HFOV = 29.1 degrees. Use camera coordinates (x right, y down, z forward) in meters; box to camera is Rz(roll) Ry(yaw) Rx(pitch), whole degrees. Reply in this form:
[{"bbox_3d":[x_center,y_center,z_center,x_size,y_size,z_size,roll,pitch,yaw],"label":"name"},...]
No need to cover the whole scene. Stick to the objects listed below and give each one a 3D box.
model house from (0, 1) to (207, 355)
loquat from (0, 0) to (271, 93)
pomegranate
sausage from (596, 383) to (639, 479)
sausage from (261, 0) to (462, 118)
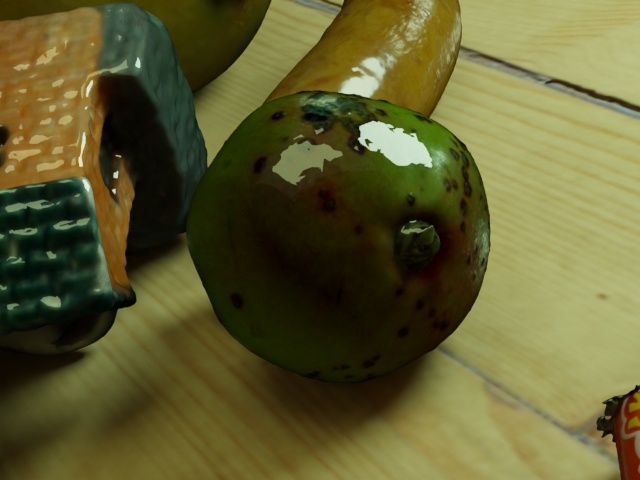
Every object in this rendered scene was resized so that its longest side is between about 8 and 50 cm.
[{"bbox_3d":[-0.203,0.033,0.706,0.271,0.190,0.301,-9,47,3],"label":"model house"},{"bbox_3d":[-0.203,-0.258,0.988,0.359,0.328,0.328,17,43,35],"label":"loquat"},{"bbox_3d":[0.000,0.000,0.667,0.159,0.159,0.205,-38,12,-32],"label":"pomegranate"},{"bbox_3d":[0.143,0.119,0.495,0.050,0.048,0.145,23,34,-9],"label":"sausage"},{"bbox_3d":[0.041,-0.131,0.892,0.109,0.109,0.270,-2,34,22],"label":"sausage"}]
